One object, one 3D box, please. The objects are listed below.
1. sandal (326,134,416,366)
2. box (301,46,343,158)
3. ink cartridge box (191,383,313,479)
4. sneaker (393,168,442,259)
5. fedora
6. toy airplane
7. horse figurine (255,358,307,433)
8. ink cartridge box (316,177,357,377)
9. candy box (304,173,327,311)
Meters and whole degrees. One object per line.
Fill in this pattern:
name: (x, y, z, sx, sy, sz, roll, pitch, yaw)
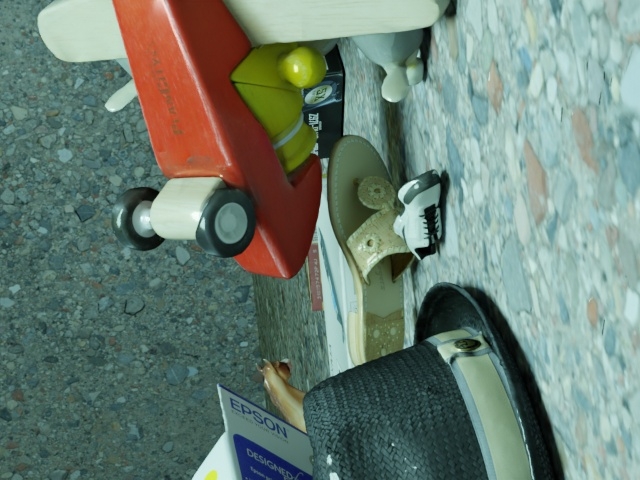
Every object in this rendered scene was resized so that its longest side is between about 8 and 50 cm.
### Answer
sandal: (0.069, 0.016, 1.099, 0.079, 0.088, 0.239, 5, 104, 48)
box: (-0.026, -0.215, 1.464, 0.147, 0.078, 0.180, 91, 168, -50)
ink cartridge box: (0.025, 0.302, 0.997, 0.304, 0.072, 0.307, 35, -165, -27)
sneaker: (0.091, -0.022, 0.983, 0.043, 0.040, 0.109, 60, 167, 24)
fedora: (0.070, 0.195, 0.900, 0.334, 0.153, 0.333, 172, 90, -83)
toy airplane: (-0.090, -0.199, 1.024, 0.386, 0.272, 0.384, 45, 138, 16)
horse figurine: (0.006, 0.274, 1.484, 0.174, 0.066, 0.263, -3, -95, -56)
ink cartridge box: (0.035, 0.061, 1.358, 0.261, 0.066, 0.296, -116, 19, -65)
candy box: (0.000, 0.000, 1.551, 0.186, 0.053, 0.109, -98, 3, -58)
